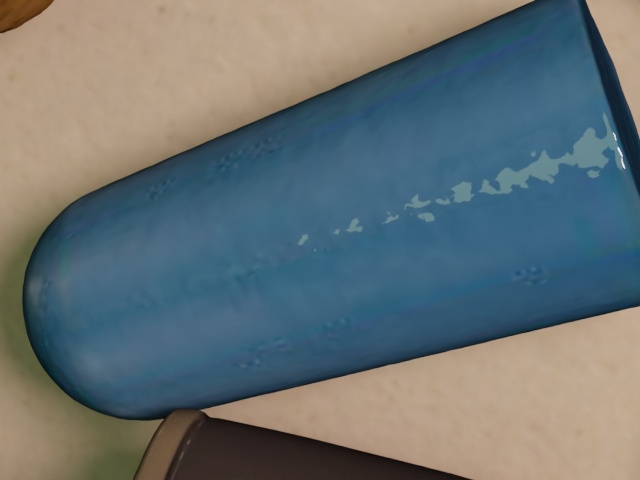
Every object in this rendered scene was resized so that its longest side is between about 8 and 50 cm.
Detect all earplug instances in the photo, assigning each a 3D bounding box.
[{"bbox_3d":[0.000,0.000,0.671,0.273,0.132,0.132,-18,91,14],"label":"earplug"}]

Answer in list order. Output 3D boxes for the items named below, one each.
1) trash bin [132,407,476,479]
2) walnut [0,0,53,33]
[{"bbox_3d":[-0.006,0.227,0.661,0.209,0.182,0.290,13,102,8],"label":"trash bin"},{"bbox_3d":[-0.179,-0.197,0.635,0.224,0.257,0.257,25,99,37],"label":"walnut"}]
